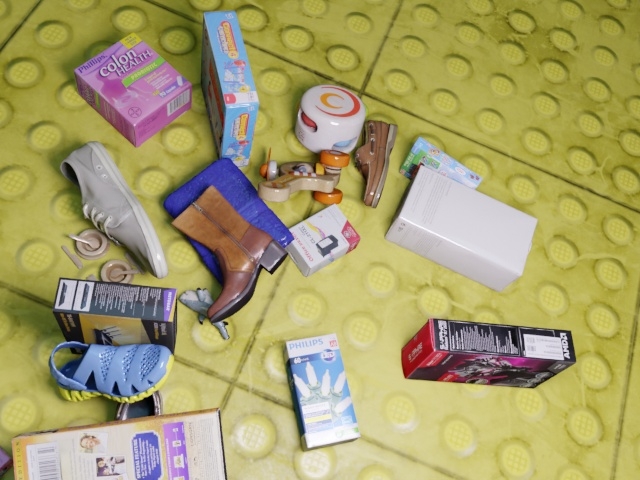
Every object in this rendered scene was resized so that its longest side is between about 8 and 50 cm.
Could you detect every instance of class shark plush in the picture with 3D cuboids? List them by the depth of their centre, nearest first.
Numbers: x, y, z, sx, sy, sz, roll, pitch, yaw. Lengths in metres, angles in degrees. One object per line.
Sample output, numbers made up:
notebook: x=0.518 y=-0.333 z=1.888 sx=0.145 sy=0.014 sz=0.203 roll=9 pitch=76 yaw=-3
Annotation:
shark plush: x=-0.285 y=0.186 z=1.703 sx=0.067 sy=0.073 sz=0.161 roll=-41 pitch=94 yaw=0

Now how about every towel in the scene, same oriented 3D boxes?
towel: x=-0.243 y=-0.045 z=1.773 sx=0.228 sy=0.076 sz=0.308 roll=-37 pitch=79 yaw=-8

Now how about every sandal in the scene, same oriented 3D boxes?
sandal: x=-0.474 y=0.279 z=1.475 sx=0.318 sy=0.138 sz=0.126 roll=-12 pitch=42 yaw=18

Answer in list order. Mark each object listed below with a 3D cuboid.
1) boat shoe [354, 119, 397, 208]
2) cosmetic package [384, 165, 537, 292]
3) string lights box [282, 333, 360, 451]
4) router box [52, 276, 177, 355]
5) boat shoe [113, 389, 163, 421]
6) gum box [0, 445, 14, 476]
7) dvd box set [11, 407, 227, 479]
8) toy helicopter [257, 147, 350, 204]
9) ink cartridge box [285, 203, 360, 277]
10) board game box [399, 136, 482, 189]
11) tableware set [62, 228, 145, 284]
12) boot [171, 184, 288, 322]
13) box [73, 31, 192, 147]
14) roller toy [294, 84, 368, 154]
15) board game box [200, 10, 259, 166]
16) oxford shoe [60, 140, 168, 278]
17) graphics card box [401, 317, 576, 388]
boat shoe: x=0.147 y=-0.223 z=1.949 sx=0.105 sy=0.110 sz=0.307 roll=15 pitch=53 yaw=-1
cosmetic package: x=0.393 y=-0.031 z=1.877 sx=0.366 sy=0.155 sz=0.197 roll=27 pitch=63 yaw=0
string lights box: x=-0.001 y=0.372 z=1.647 sx=0.133 sy=0.076 sz=0.259 roll=-8 pitch=67 yaw=-14
router box: x=-0.449 y=0.186 z=1.509 sx=0.243 sy=0.309 sz=0.081 roll=6 pitch=63 yaw=-9
boat shoe: x=-0.421 y=0.479 z=1.477 sx=0.132 sy=0.130 sz=0.355 roll=1 pitch=65 yaw=-11
gum box: x=-0.765 y=0.460 z=1.451 sx=0.188 sy=0.062 sz=0.107 roll=41 pitch=64 yaw=8
dvd box set: x=-0.402 y=0.527 z=1.383 sx=0.421 sy=0.062 sz=0.307 roll=-7 pitch=87 yaw=-4
toy helicopter: x=-0.082 y=-0.166 z=1.785 sx=0.235 sy=0.140 sz=0.355 roll=17 pitch=21 yaw=17
ink cartridge box: x=0.000 y=0.000 z=1.824 sx=0.175 sy=0.072 sz=0.127 roll=-31 pitch=75 yaw=-23
board game box: x=0.343 y=-0.189 z=1.937 sx=0.212 sy=0.160 sz=0.039 roll=34 pitch=64 yaw=5
tableware set: x=-0.550 y=0.043 z=1.704 sx=0.128 sy=0.039 sz=0.194 roll=-37 pitch=77 yaw=-24
boot: x=-0.266 y=0.032 z=1.668 sx=0.280 sy=0.096 sz=0.264 roll=39 pitch=82 yaw=10
box: x=-0.523 y=-0.425 z=1.886 sx=0.243 sy=0.117 sz=0.213 roll=42 pitch=64 yaw=9
roller toy: x=0.023 y=-0.343 z=1.939 sx=0.209 sy=0.146 sz=0.191 roll=16 pitch=45 yaw=-1
board game box: x=-0.255 y=-0.404 z=1.830 sx=0.086 sy=0.302 sz=0.308 roll=-9 pitch=68 yaw=-16
oxford shoe: x=-0.523 y=-0.066 z=1.695 sx=0.130 sy=0.169 sz=0.449 roll=-28 pitch=67 yaw=-25
graphics card box: x=0.416 y=0.289 z=1.688 sx=0.371 sy=0.232 sz=0.094 roll=6 pitch=60 yaw=-10
